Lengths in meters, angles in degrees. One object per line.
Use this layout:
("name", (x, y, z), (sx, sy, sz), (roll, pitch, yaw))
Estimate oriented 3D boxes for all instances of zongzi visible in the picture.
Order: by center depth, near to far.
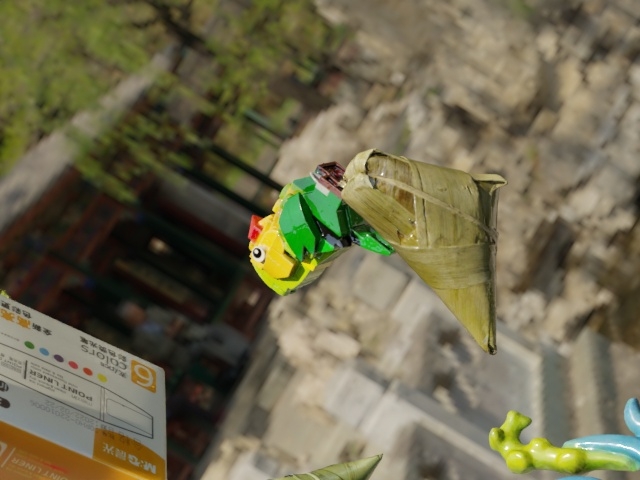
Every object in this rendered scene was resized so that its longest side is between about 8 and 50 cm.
("zongzi", (0.004, 0.240, 1.451), (0.113, 0.052, 0.104), (-16, -51, -27))
("zongzi", (0.092, 0.009, 1.546), (0.078, 0.160, 0.176), (139, 138, -61))

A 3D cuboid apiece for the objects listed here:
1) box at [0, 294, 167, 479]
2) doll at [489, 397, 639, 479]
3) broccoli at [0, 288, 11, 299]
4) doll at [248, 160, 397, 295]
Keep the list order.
("box", (-0.301, 0.183, 1.847), (0.091, 0.274, 0.220), (-51, 27, 26))
("doll", (0.268, 0.280, 1.364), (0.099, 0.341, 0.346), (50, -131, -50))
("broccoli", (-0.403, 0.093, 2.021), (0.095, 0.092, 0.097), (-40, -46, -34))
("doll", (-0.004, -0.008, 1.970), (0.186, 0.134, 0.106), (-30, -6, 34))
